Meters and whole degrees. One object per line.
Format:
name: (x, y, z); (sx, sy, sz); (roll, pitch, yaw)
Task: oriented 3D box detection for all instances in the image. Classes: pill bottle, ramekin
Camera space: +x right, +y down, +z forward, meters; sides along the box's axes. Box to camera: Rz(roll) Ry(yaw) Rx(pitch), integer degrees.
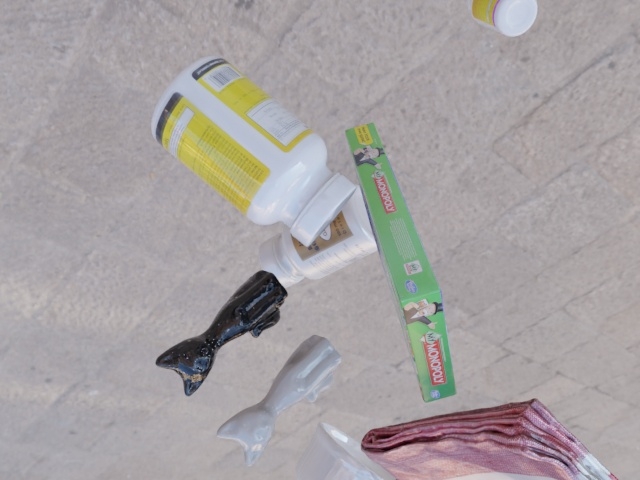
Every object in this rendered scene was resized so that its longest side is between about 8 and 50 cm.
pill bottle: (-0.060, -0.080, 0.540); (0.184, 0.103, 0.103); (40, 128, 4)
pill bottle: (0.000, 0.000, 1.086); (0.229, 0.131, 0.131); (-28, 139, 26)
pill bottle: (0.181, -0.238, 0.582); (0.043, 0.083, 0.043); (-7, 122, -11)
ramekin: (0.071, 0.577, 1.381); (0.135, 0.277, 0.277); (-54, 136, -7)

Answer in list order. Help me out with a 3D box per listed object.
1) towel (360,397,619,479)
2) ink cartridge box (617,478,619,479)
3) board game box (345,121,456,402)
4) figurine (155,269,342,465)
towel: (0.205, 0.272, 0.489); (0.329, 0.037, 0.237); (44, 147, -3)
ink cartridge box: (0.356, 0.409, 0.637); (0.201, 0.278, 0.117); (-63, 160, 8)
board game box: (0.102, 0.019, 0.752); (0.046, 0.317, 0.213); (-15, 134, 4)
figurine: (-0.099, 0.188, 0.843); (0.209, 0.215, 0.092); (-40, 180, -34)
